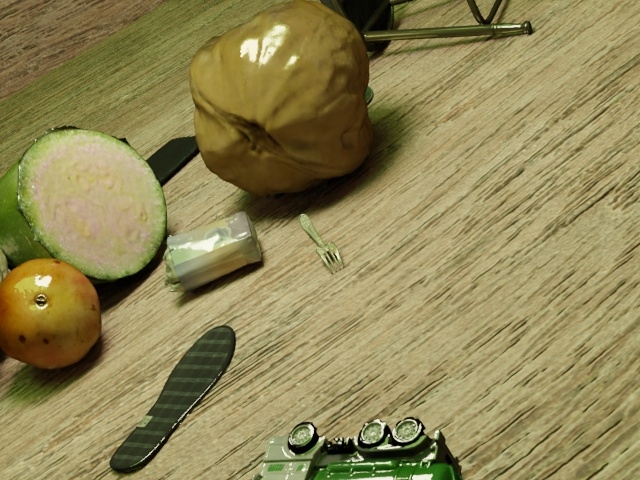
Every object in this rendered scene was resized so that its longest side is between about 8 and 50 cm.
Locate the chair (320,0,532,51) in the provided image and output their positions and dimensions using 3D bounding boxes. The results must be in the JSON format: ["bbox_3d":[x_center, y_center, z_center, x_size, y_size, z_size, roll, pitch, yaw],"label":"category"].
[{"bbox_3d":[0.222,-0.609,2.431,0.410,0.361,0.364,-14,29,31],"label":"chair"}]

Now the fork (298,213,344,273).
[{"bbox_3d":[-0.003,-0.005,1.899,0.034,0.028,0.219,-31,27,-1],"label":"fork"}]

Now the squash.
[{"bbox_3d":[-0.494,-0.018,2.159,0.309,0.310,0.310,-32,17,44],"label":"squash"}]

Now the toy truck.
[{"bbox_3d":[0.047,0.276,1.277,0.243,0.101,0.125,-8,44,29],"label":"toy truck"}]

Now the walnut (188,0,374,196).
[{"bbox_3d":[-0.060,-0.264,2.080,0.384,0.383,0.383,-21,27,11],"label":"walnut"}]

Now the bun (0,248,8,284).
[{"bbox_3d":[-0.655,0.124,2.023,0.213,0.361,0.361,9,23,-14],"label":"bun"}]

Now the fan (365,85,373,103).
[{"bbox_3d":[-0.007,-0.256,2.375,0.223,0.012,0.294,1,38,42],"label":"fan"}]

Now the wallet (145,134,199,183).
[{"bbox_3d":[-0.372,-0.142,2.480,0.146,0.030,0.285,-3,34,45],"label":"wallet"}]

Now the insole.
[{"bbox_3d":[-0.212,0.228,1.692,0.110,0.012,0.309,-3,35,37],"label":"insole"}]

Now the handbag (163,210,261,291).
[{"bbox_3d":[-0.191,0.019,1.958,0.173,0.095,0.117,-23,23,1],"label":"handbag"}]

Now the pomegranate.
[{"bbox_3d":[-0.453,0.122,1.914,0.191,0.191,0.191,-21,27,11],"label":"pomegranate"}]
